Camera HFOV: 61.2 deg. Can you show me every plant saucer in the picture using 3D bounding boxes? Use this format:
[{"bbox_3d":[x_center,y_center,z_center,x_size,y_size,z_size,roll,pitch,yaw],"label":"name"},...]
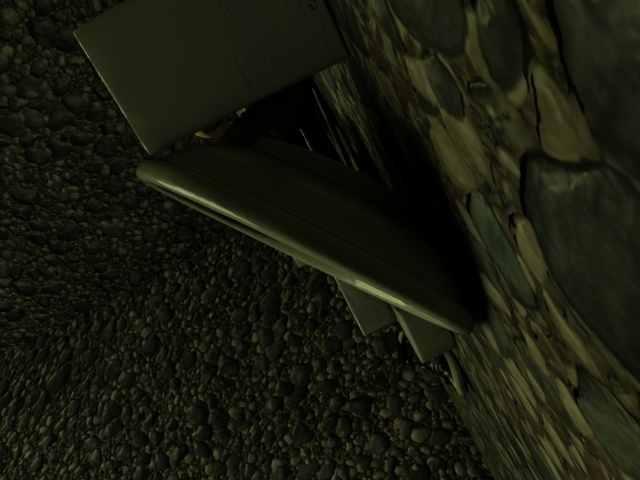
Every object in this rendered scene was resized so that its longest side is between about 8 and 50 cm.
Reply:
[{"bbox_3d":[-0.001,-0.023,0.615,0.400,0.100,0.400,25,176,2],"label":"plant saucer"}]

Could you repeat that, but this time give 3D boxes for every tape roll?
[{"bbox_3d":[0.135,0.047,1.048,0.392,0.072,0.392,62,-178,-4],"label":"tape roll"}]

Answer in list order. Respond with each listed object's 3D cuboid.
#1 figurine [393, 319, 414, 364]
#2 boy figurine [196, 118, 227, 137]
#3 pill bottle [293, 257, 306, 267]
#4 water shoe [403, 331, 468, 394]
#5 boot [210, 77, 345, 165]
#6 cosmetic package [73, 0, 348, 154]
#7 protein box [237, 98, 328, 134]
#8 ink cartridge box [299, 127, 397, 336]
[{"bbox_3d":[0.200,0.164,1.338,0.209,0.092,0.215,68,-175,-45],"label":"figurine"},{"bbox_3d":[-0.252,-0.275,0.965,0.092,0.177,0.285,18,156,20],"label":"boy figurine"},{"bbox_3d":[0.000,0.000,1.180,0.078,0.137,0.078,62,-178,-3],"label":"pill bottle"},{"bbox_3d":[0.243,0.258,1.152,0.073,0.080,0.203,60,-176,-36],"label":"water shoe"},{"bbox_3d":[-0.062,-0.101,1.232,0.146,0.367,0.445,19,152,30],"label":"boot"},{"bbox_3d":[-0.117,-0.229,0.602,0.138,0.225,0.224,61,-178,-27],"label":"cosmetic package"},{"bbox_3d":[-0.112,-0.333,1.413,0.201,0.136,0.200,41,175,20],"label":"protein box"},{"bbox_3d":[0.019,-0.022,0.966,0.330,0.071,0.324,62,-177,-4],"label":"ink cartridge box"}]
